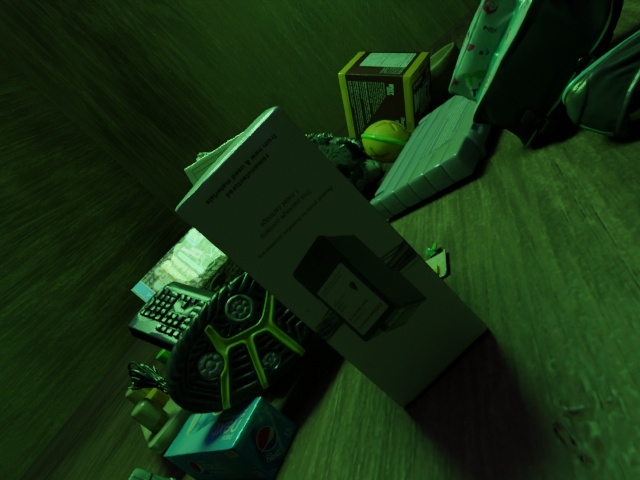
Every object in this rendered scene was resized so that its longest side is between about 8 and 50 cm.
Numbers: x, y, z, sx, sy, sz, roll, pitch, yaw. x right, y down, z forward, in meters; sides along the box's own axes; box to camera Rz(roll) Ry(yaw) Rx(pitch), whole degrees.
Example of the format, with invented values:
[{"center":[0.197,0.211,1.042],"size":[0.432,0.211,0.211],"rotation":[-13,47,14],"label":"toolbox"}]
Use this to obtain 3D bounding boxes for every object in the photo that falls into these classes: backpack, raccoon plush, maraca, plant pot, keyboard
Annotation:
[{"center":[0.318,-0.292,0.642],"size":[0.253,0.191,0.225],"rotation":[-44,-20,-32],"label":"backpack"},{"center":[-0.058,-0.206,1.138],"size":[0.299,0.447,0.216],"rotation":[-90,20,-70],"label":"raccoon plush"},{"center":[0.166,-0.237,1.080],"size":[0.186,0.127,0.099],"rotation":[-17,-55,-71],"label":"maraca"},{"center":[0.316,-0.440,1.277],"size":[0.237,0.110,0.237],"rotation":[-41,15,14],"label":"plant pot"},{"center":[-0.197,0.176,0.727],"size":[0.317,0.033,0.201],"rotation":[11,56,27],"label":"keyboard"}]

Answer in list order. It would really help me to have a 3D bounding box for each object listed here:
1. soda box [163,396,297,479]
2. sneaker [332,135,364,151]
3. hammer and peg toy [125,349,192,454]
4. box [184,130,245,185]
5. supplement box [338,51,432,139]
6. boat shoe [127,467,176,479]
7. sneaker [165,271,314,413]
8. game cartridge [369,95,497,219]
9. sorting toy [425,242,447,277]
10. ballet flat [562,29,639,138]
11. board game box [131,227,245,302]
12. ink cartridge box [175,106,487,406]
[{"center":[-0.127,0.270,0.595],"size":[0.210,0.067,0.071],"rotation":[-31,20,44],"label":"soda box"},{"center":[0.093,-0.301,1.435],"size":[0.131,0.112,0.319],"rotation":[-40,2,2],"label":"sneaker"},{"center":[-0.209,0.216,0.862],"size":[0.361,0.127,0.266],"rotation":[-51,15,-23],"label":"hammer and peg toy"},{"center":[-0.110,-0.042,0.874],"size":[0.148,0.311,0.121],"rotation":[-29,7,7],"label":"box"},{"center":[0.174,-0.370,1.154],"size":[0.194,0.191,0.129],"rotation":[14,50,29],"label":"supplement box"},{"center":[-0.316,0.425,0.629],"size":[0.319,0.099,0.116],"rotation":[-41,15,17],"label":"boat shoe"},{"center":[-0.063,0.094,0.661],"size":[0.384,0.145,0.147],"rotation":[-46,-5,-28],"label":"sneaker"},{"center":[0.247,-0.197,0.885],"size":[0.230,0.068,0.355],"rotation":[-24,25,47],"label":"game cartridge"},{"center":[0.144,0.034,0.603],"size":[0.062,0.012,0.083],"rotation":[-38,16,29],"label":"sorting toy"},{"center":[0.392,-0.218,0.455],"size":[0.280,0.095,0.096],"rotation":[-50,52,24],"label":"ballet flat"},{"center":[-0.258,0.095,1.089],"size":[0.291,0.141,0.232],"rotation":[-50,-28,-19],"label":"board game box"},{"center":[0.009,0.005,0.481],"size":[0.121,0.289,0.211],"rotation":[-45,18,5],"label":"ink cartridge box"}]
